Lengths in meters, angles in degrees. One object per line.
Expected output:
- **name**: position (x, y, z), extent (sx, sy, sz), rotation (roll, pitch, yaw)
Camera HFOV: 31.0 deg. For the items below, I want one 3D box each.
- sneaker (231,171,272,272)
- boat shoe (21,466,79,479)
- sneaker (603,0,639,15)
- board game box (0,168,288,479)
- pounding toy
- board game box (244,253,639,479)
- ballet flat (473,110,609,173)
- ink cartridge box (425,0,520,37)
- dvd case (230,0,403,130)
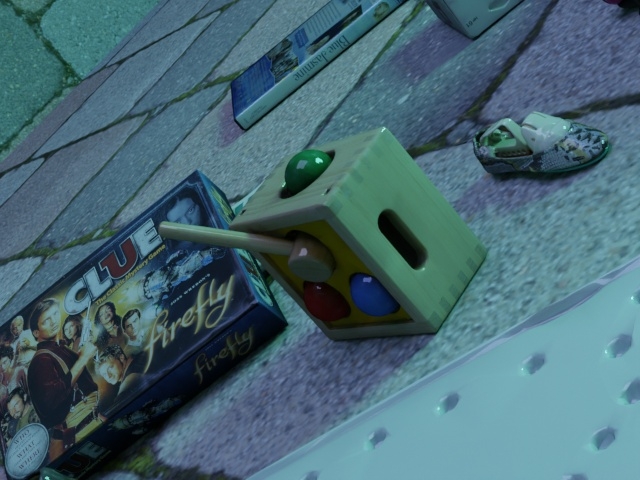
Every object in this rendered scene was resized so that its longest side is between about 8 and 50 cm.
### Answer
- **sneaker**: position (-0.040, -0.015, 0.953), extent (0.161, 0.057, 0.075), rotation (-47, 15, -21)
- **boat shoe**: position (-0.241, 0.217, 0.820), extent (0.224, 0.073, 0.080), rotation (-30, 23, 27)
- **sneaker**: position (0.231, -0.216, 0.866), extent (0.077, 0.072, 0.178), rotation (-47, 13, 16)
- **board game box**: position (-0.156, 0.075, 0.911), extent (0.243, 0.042, 0.165), rotation (-38, 45, 9)
- **pounding toy**: position (0.000, 0.000, 0.732), extent (0.130, 0.141, 0.100), rotation (-11, 36, 54)
- **board game box**: position (0.031, 0.185, 0.367), extent (0.390, 0.050, 0.390), rotation (-32, 23, 17)
- **ballet flat**: position (0.139, -0.065, 0.764), extent (0.041, 0.041, 0.114), rotation (-50, 22, -21)
- **ink cartridge box**: position (0.147, -0.246, 1.092), extent (0.088, 0.052, 0.122), rotation (-39, 22, 6)
- **dvd case**: position (-0.006, -0.241, 1.398), extent (0.253, 0.022, 0.180), rotation (-38, 20, 9)
